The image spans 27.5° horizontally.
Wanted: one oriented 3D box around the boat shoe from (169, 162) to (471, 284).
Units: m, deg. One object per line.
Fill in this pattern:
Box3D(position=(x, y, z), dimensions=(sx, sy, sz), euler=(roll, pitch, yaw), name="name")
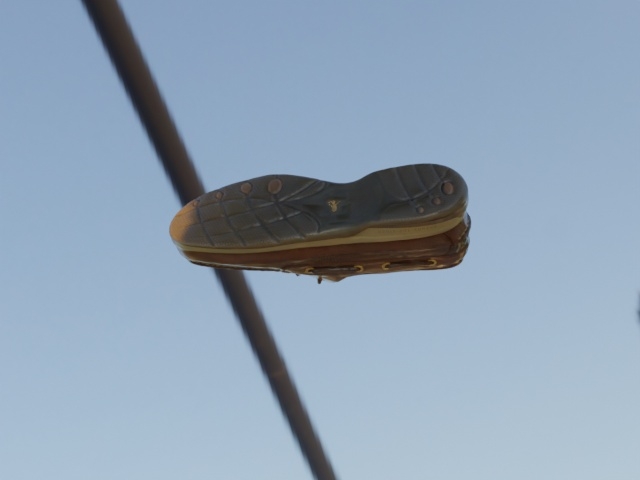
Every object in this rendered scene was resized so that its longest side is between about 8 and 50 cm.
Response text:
Box3D(position=(0.000, 0.000, 0.764), dimensions=(0.178, 0.064, 0.060), euler=(-5, -50, 12), name="boat shoe")
